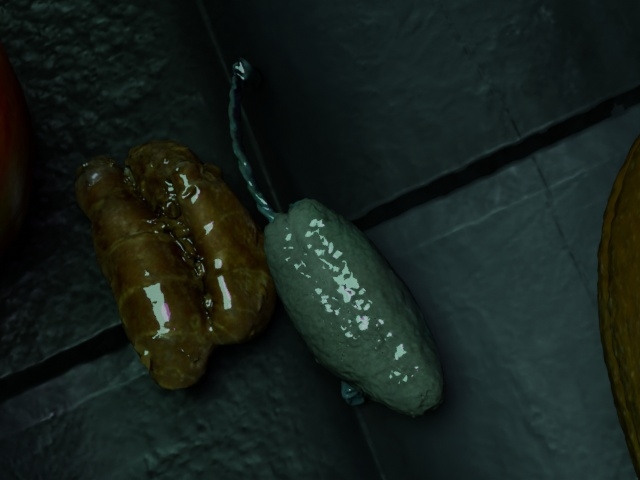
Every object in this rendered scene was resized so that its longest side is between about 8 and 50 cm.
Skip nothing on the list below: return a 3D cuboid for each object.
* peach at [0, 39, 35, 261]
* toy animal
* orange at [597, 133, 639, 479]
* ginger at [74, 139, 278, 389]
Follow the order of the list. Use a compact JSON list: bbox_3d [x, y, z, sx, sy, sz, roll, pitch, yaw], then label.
[{"bbox_3d":[-0.298,-0.086,1.151,0.274,0.248,0.245,54,136,9],"label":"peach"},{"bbox_3d":[-0.007,-0.002,1.150,0.070,0.079,0.253,-29,70,-7],"label":"toy animal"},{"bbox_3d":[0.289,0.057,0.931,0.322,0.322,0.357,-9,76,12],"label":"orange"},{"bbox_3d":[-0.084,0.001,1.173,0.103,0.073,0.162,-29,69,4],"label":"ginger"}]
